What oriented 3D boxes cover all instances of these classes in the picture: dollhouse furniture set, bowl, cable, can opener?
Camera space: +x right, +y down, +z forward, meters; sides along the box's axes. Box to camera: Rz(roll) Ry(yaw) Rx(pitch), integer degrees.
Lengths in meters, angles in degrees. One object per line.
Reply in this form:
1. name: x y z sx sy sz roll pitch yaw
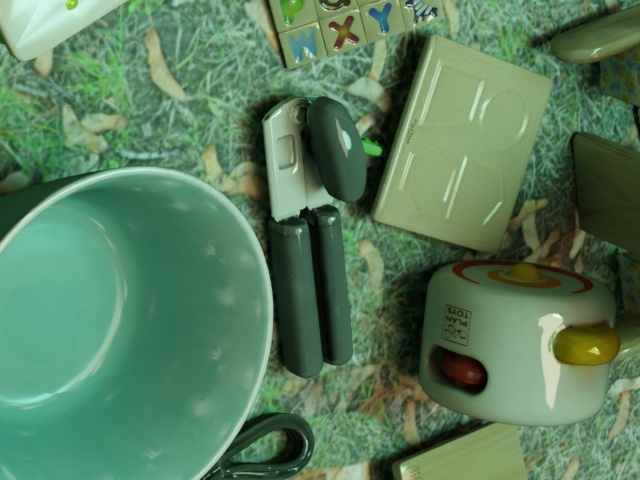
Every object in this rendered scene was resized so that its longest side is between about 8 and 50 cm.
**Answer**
1. dollhouse furniture set: 0.365 0.005 1.937 0.256 0.394 0.362 -23 119 -27
2. bowl: -0.210 0.072 1.648 0.311 0.163 0.311 -12 111 -35
3. cable: -0.132 0.224 1.847 0.287 0.072 0.139 -36 107 -40
4. can opener: 0.000 0.000 1.838 0.076 0.095 0.283 -20 115 -32

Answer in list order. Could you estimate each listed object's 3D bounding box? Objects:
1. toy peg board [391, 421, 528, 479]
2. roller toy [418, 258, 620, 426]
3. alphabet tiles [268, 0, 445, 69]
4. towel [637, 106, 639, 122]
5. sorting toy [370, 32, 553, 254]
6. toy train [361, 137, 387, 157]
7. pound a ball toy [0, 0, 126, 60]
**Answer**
1. toy peg board: 0.139 0.285 2.065 0.161 0.079 0.160 -18 99 -34
2. roller toy: 0.199 0.095 1.962 0.191 0.209 0.146 6 102 2
3. alphabet tiles: 0.058 -0.279 1.785 0.237 0.009 0.198 -19 121 -6
4. towel: 0.404 -0.116 2.174 0.110 0.027 0.148 -32 121 -28
5. sorting toy: 0.140 -0.095 1.966 0.208 0.038 0.193 15 94 -45
6. toy train: 0.032 -0.093 1.883 0.083 0.024 0.017 12 96 -40
7. pound a ball toy: -0.151 -0.277 1.558 0.319 0.208 0.135 -37 124 -24
